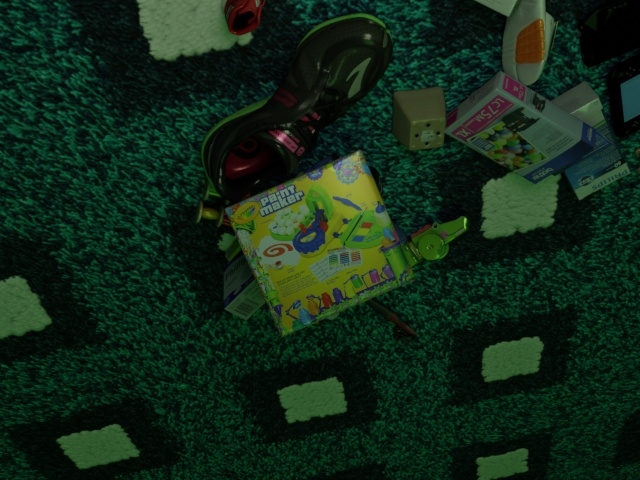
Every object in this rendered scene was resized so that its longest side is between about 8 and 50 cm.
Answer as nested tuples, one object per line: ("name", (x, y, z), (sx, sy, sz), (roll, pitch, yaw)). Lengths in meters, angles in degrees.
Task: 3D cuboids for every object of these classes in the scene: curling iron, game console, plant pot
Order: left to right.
("curling iron", (0.184, 0.219, 1.940), (0.068, 0.035, 0.274), (-33, 130, 18))
("plant pot", (0.216, -0.252, 1.478), (0.109, 0.096, 0.109), (-7, 132, -5))
("game console", (0.680, -0.380, 1.492), (0.213, 0.044, 0.361), (-22, 133, 9))

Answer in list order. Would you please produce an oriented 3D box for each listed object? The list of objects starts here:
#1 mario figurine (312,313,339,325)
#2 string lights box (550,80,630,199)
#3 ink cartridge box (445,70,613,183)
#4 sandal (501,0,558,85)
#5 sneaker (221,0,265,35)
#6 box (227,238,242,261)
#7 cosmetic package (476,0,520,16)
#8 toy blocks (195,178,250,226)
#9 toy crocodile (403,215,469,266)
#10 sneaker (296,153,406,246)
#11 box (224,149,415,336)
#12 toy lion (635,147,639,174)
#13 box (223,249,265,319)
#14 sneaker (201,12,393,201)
("mario figurine", (0.033, 0.102, 1.659), (0.170, 0.198, 0.320), (-15, 158, -16))
("string lights box", (0.603, -0.222, 1.596), (0.133, 0.077, 0.259), (-30, 131, 16))
("ink cartridge box", (0.445, -0.224, 1.489), (0.311, 0.065, 0.186), (24, 151, -17))
("sandal", (0.420, -0.435, 1.355), (0.076, 0.102, 0.265), (-25, 126, -29))
("sneaker", (-0.096, -0.451, 1.213), (0.087, 0.128, 0.221), (18, 127, -26))
("box", (-0.126, 0.034, 1.705), (0.178, 0.042, 0.109), (23, 124, -29))
("cosmetic package", (0.345, -0.532, 1.229), (0.117, 0.085, 0.231), (31, 127, 10))
("toy blocks", (-0.199, -0.078, 1.582), (0.148, 0.054, 0.123), (11, 129, -20))
("toy crocodile", (0.224, 0.034, 1.743), (0.340, 0.105, 0.115), (-35, 170, 19))
("sneaker", (0.101, -0.079, 1.592), (0.147, 0.130, 0.330), (-36, 128, 24))
("box", (0.000, 0.000, 1.418), (0.290, 0.177, 0.279), (-23, 95, 2))
("toy lion", (0.825, -0.199, 1.696), (0.096, 0.034, 0.100), (-27, 131, 4))
("box", (-0.165, 0.090, 1.626), (0.072, 0.137, 0.126), (30, 121, -30))
("sneaker", (-0.038, -0.239, 1.366), (0.483, 0.202, 0.185), (-40, 128, 24))
